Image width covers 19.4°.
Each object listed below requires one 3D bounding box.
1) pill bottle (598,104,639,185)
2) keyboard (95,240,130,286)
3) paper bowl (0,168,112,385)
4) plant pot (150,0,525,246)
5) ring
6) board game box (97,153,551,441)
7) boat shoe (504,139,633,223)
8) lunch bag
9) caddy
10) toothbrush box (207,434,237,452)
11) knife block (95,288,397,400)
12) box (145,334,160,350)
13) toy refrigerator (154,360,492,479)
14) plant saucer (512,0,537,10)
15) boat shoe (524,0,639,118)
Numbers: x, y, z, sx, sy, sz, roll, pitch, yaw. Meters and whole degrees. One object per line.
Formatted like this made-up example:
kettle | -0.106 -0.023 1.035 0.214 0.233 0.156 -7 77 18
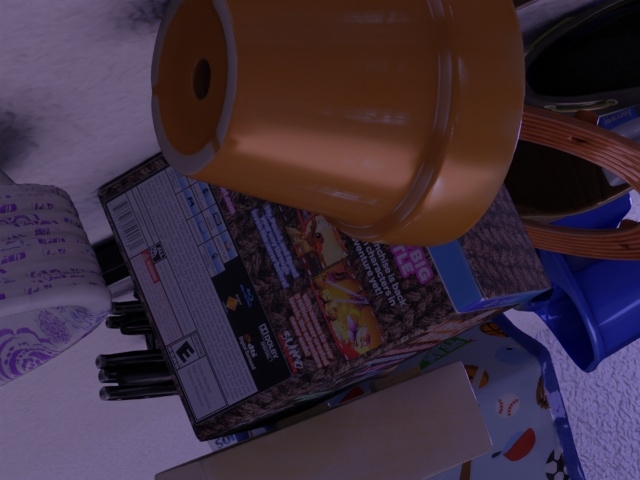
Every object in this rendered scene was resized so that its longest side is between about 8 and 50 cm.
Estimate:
pill bottle | 0.272 -0.125 1.750 0.078 0.137 0.078 -22 169 -5
keyboard | -0.252 0.042 1.771 0.317 0.033 0.201 -26 175 9
paper bowl | -0.302 0.035 1.328 0.284 0.148 0.284 -22 168 -5
plant pot | -0.001 -0.102 1.225 0.188 0.205 0.205 3 157 -29
ring | 0.196 -0.061 1.723 0.336 0.032 0.336 16 162 5
board game box | 0.000 0.000 1.552 0.291 0.232 0.141 -28 169 26
boat shoe | 0.219 -0.075 1.974 0.341 0.122 0.110 -18 178 30
lunch bag | 0.078 0.208 2.193 0.328 0.239 0.385 -22 -154 -13
caddy | 0.319 0.038 2.370 0.179 0.241 0.341 -29 169 -3
toothbrush box | -0.006 0.236 2.812 0.216 0.126 0.295 -31 177 37
knife block | -0.088 0.124 1.976 0.242 0.275 0.088 -51 177 -17
box | -0.048 0.072 2.208 0.322 0.079 0.257 -21 171 -10
toy refrigerator | 0.003 0.186 1.607 0.269 0.094 0.102 -18 176 -29
plant saucer | 0.148 -0.205 1.411 0.168 0.029 0.168 -23 168 -5
boat shoe | 0.315 -0.182 1.647 0.305 0.109 0.091 -22 174 14
